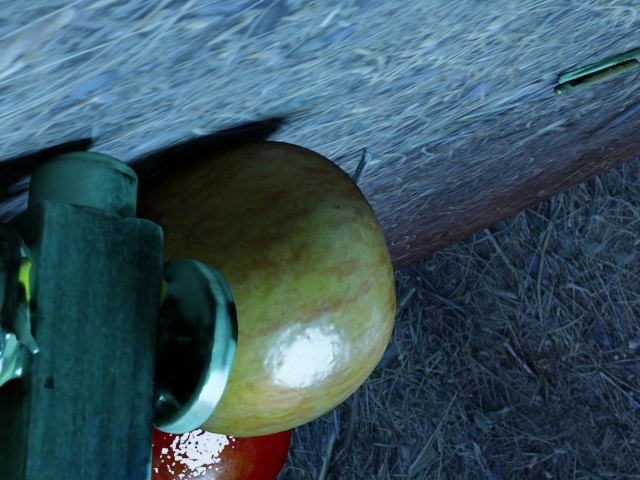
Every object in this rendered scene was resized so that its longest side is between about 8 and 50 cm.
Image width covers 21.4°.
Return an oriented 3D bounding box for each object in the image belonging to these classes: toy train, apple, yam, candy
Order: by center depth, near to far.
[{"bbox_3d":[-0.183,0.175,0.996,0.179,0.442,0.272,12,161,-32],"label":"toy train"},{"bbox_3d":[-0.052,0.034,1.199,0.188,0.211,0.211,-23,176,-23],"label":"apple"},{"bbox_3d":[0.275,-0.165,1.509,0.061,0.061,0.202,-20,-177,-32],"label":"candy"},{"bbox_3d":[0.273,-0.162,1.669,0.107,0.014,0.014,-20,175,-26],"label":"yam"}]

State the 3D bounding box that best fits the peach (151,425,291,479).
[{"bbox_3d":[-0.199,0.174,1.598,0.338,0.281,0.281,-16,175,-9],"label":"peach"}]

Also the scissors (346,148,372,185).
[{"bbox_3d":[0.000,0.000,1.523,0.187,0.020,0.133,-63,-177,-30],"label":"scissors"}]
